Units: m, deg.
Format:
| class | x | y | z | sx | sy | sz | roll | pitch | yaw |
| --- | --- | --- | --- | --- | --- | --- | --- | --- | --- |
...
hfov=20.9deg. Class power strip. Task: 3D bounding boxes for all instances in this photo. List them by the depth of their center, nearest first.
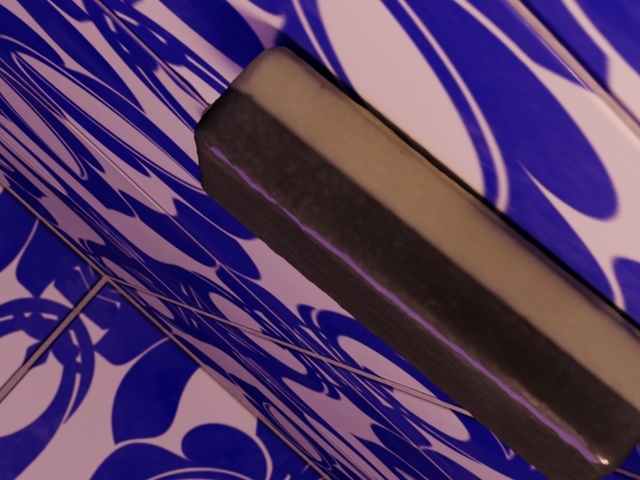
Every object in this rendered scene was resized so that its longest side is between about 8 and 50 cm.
| class | x | y | z | sx | sy | sz | roll | pitch | yaw |
| --- | --- | --- | --- | --- | --- | --- | --- | --- | --- |
| power strip | 0.047 | 0.011 | 0.816 | 0.257 | 0.070 | 0.105 | 38 | 168 | 6 |
